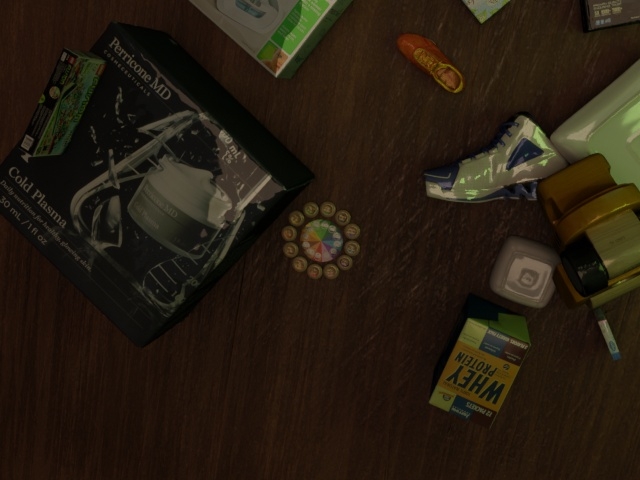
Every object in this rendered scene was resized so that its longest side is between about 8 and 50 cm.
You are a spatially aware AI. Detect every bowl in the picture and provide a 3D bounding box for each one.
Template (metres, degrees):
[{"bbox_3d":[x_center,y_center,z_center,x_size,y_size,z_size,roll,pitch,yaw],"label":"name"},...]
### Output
[{"bbox_3d":[0.444,0.073,1.648,0.142,0.053,0.142,20,105,5],"label":"bowl"}]

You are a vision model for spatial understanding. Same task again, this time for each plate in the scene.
[{"bbox_3d":[0.642,-0.196,1.514,0.278,0.045,0.277,-41,110,13],"label":"plate"}]

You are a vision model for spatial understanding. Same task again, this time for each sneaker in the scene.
[{"bbox_3d":[0.369,-0.173,1.588,0.315,0.127,0.182,-2,97,5],"label":"sneaker"},{"bbox_3d":[0.233,-0.373,1.596,0.175,0.067,0.064,37,107,4],"label":"sneaker"}]

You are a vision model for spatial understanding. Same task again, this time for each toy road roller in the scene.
[{"bbox_3d":[0.537,-0.019,1.497,0.202,0.329,0.240,-26,70,5],"label":"toy road roller"}]

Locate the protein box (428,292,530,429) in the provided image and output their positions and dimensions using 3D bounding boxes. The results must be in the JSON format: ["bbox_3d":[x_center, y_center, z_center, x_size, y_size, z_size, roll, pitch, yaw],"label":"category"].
[{"bbox_3d":[0.334,0.249,1.627,0.136,0.200,0.201,23,105,6],"label":"protein box"}]

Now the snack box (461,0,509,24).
[{"bbox_3d":[0.323,-0.527,1.563,0.100,0.037,0.141,-39,92,16],"label":"snack box"}]

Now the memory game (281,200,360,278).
[{"bbox_3d":[0.000,0.000,1.742,0.186,0.012,0.186,2,101,10],"label":"memory game"}]

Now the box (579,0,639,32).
[{"bbox_3d":[0.599,-0.495,1.494,0.180,0.077,0.147,-7,99,13],"label":"box"}]

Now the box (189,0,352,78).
[{"bbox_3d":[-0.101,-0.511,1.607,0.262,0.127,0.231,43,107,2],"label":"box"}]

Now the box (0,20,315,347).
[{"bbox_3d":[-0.357,-0.121,1.649,0.480,0.297,0.472,44,104,1],"label":"box"}]

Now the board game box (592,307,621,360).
[{"bbox_3d":[0.603,0.195,1.619,0.020,0.090,0.090,-23,96,16],"label":"board game box"}]

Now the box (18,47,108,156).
[{"bbox_3d":[-0.480,-0.256,1.439,0.036,0.114,0.207,32,104,6],"label":"box"}]
